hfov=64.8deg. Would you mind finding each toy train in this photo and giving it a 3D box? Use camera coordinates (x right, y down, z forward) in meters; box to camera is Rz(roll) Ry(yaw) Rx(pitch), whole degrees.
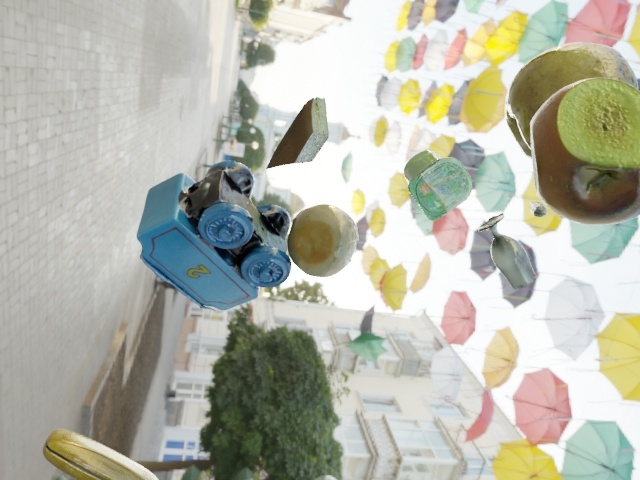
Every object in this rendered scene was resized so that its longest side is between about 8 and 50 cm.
[{"bbox_3d":[-0.210,0.001,1.062,0.300,0.265,0.188,51,23,-41],"label":"toy train"},{"bbox_3d":[0.795,-0.114,1.844,0.207,0.043,0.047,-28,126,-69],"label":"toy train"}]

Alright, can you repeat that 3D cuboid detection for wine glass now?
[{"bbox_3d":[0.569,0.035,1.541,0.222,0.103,0.103,59,-12,-3],"label":"wine glass"}]

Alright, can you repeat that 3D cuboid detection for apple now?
[{"bbox_3d":[0.327,-0.099,0.594,0.163,0.147,0.147,66,32,-43],"label":"apple"}]

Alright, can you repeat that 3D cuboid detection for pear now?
[{"bbox_3d":[0.613,-0.333,1.234,0.304,0.304,0.303,-172,-90,-78],"label":"pear"}]

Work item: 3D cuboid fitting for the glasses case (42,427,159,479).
[{"bbox_3d":[-0.401,0.424,0.936,0.064,0.234,0.079,-55,-164,-4],"label":"glasses case"}]

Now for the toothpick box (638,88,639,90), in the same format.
[{"bbox_3d":[0.709,-0.297,1.007,0.149,0.098,0.098,-42,-155,14],"label":"toothpick box"}]

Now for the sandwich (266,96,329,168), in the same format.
[{"bbox_3d":[-0.054,-0.289,1.458,0.258,0.096,0.094,-54,162,25],"label":"sandwich"}]

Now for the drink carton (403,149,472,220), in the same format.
[{"bbox_3d":[0.294,-0.163,1.318,0.144,0.146,0.142,-35,-153,10],"label":"drink carton"}]

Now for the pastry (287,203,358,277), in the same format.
[{"bbox_3d":[0.000,0.000,1.041,0.092,0.157,0.156,6,92,-67],"label":"pastry"}]
